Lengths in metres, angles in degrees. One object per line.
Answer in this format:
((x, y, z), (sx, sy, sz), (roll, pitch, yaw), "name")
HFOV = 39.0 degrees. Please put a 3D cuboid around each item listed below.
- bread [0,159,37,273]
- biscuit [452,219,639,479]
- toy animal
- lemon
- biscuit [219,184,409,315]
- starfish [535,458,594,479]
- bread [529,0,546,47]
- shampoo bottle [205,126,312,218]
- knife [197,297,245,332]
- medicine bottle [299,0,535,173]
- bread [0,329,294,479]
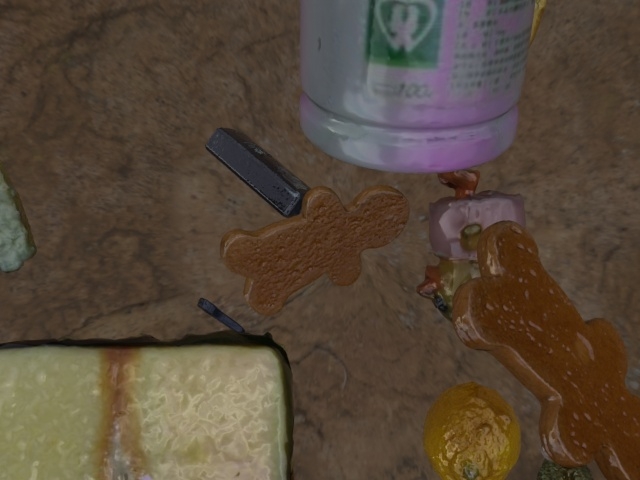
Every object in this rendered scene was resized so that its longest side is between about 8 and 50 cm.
((-0.659, -0.028, 1.351), (0.395, 0.264, 0.239), (-29, 123, -20), "bread")
((0.253, 0.142, 0.924), (0.324, 0.205, 0.049), (45, 133, -8), "biscuit")
((0.252, 0.023, 1.494), (0.169, 0.195, 0.281), (8, 94, 4), "toy animal")
((0.217, 0.284, 1.293), (0.142, 0.187, 0.142), (4, 113, 9), "lemon")
((0.000, 0.000, 1.176), (0.250, 0.036, 0.165), (-26, 131, -5), "biscuit")
((0.258, 0.285, 0.822), (0.347, 0.358, 0.078), (-7, 109, -34), "starfish")
((0.335, -0.401, 1.767), (0.121, 0.174, 0.245), (25, 80, -24), "bread")
((-0.086, -0.106, 1.732), (0.309, 0.098, 0.071), (42, 103, 24), "shampoo bottle")
((-0.173, 0.139, 1.611), (0.121, 0.031, 0.018), (38, 69, -30), "knife")
((0.085, -0.243, 0.784), (0.212, 0.212, 0.325), (2, 118, 2), "medicine bottle")
((-0.103, 0.174, 0.532), (0.163, 0.264, 0.167), (-1, 63, -7), "bread")
